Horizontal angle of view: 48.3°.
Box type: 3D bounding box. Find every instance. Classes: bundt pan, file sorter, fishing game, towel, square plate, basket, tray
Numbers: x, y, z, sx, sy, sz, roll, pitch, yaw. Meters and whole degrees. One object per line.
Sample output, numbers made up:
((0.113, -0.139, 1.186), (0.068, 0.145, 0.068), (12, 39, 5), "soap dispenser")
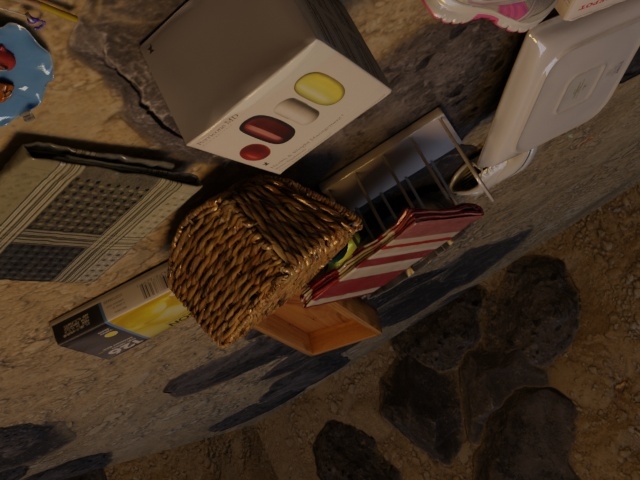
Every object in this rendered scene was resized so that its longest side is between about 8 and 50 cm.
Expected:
((0.211, 0.000, 1.742), (0.330, 0.124, 0.331), (-33, 168, -8), "bundt pan")
((0.178, -0.094, 1.425), (0.277, 0.173, 0.193), (-31, 160, 14), "file sorter")
((-0.369, -0.158, 0.737), (0.264, 0.041, 0.189), (-35, 157, 21), "fishing game")
((0.133, 0.029, 1.374), (0.237, 0.037, 0.329), (-6, 154, -48), "towel")
((-0.378, -0.033, 1.053), (0.324, 0.056, 0.312), (-35, 157, 28), "towel")
((0.475, -0.301, 1.342), (0.344, 0.049, 0.347), (-25, 151, -21), "square plate")
((-0.116, 0.009, 1.273), (0.223, 0.213, 0.299), (-35, 170, -43), "basket")
((-0.029, 0.162, 1.641), (0.202, 0.076, 0.411), (-20, 151, 19), "tray")

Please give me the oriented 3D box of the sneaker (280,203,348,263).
((0.000, 0.000, 1.439), (0.108, 0.121, 0.302), (-42, 151, 3), "sneaker")

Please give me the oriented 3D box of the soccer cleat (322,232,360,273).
((-0.001, 0.081, 1.719), (0.289, 0.121, 0.093), (-38, 158, 28), "soccer cleat")

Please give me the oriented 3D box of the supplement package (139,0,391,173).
((-0.059, -0.204, 0.855), (0.194, 0.149, 0.203), (-35, 161, 22), "supplement package")

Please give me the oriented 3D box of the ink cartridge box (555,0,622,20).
((0.417, -0.429, 0.990), (0.160, 0.093, 0.219), (-22, 161, -13), "ink cartridge box")

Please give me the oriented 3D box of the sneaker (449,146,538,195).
((0.393, -0.171, 1.630), (0.091, 0.094, 0.258), (-19, 161, -35), "sneaker")

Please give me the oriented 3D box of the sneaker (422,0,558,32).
((0.248, -0.352, 0.952), (0.252, 0.103, 0.111), (-14, 159, -36), "sneaker")

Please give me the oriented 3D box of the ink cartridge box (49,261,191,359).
((-0.362, 0.157, 1.526), (0.303, 0.072, 0.307), (-28, 159, 2), "ink cartridge box")
